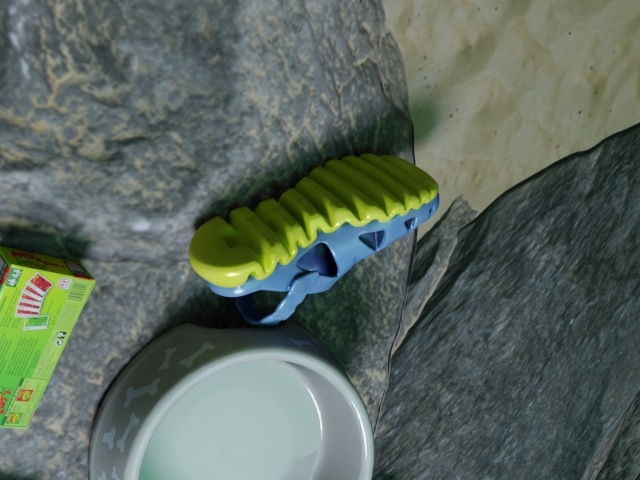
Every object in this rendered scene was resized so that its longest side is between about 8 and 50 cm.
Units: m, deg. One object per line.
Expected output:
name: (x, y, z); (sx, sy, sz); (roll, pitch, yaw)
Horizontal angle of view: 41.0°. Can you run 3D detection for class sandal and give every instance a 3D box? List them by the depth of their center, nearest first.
sandal: (0.000, 0.000, 1.014); (0.317, 0.126, 0.138); (-22, 133, -17)

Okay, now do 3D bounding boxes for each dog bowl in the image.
dog bowl: (-0.091, 0.262, 1.019); (0.348, 0.102, 0.349); (-5, 101, -24)

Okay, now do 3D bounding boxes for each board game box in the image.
board game box: (-0.310, 0.101, 0.865); (0.092, 0.043, 0.181); (16, 105, -44)
